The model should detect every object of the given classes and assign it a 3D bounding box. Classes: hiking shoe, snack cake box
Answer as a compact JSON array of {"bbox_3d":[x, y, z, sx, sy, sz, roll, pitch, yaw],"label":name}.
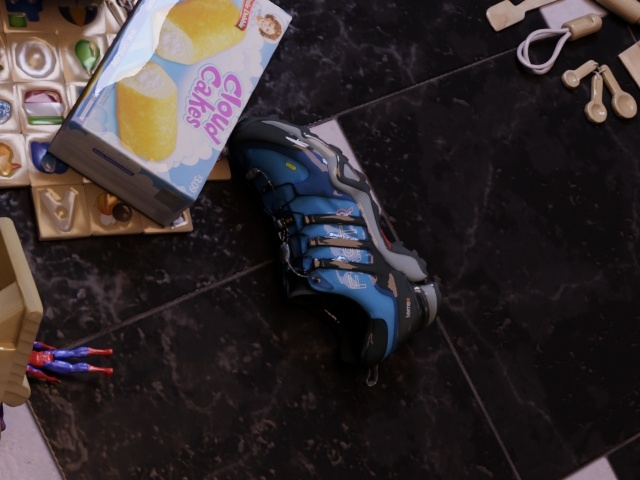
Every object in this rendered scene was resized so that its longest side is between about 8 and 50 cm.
[{"bbox_3d":[0.000,0.000,1.723,0.304,0.113,0.132,48,56,-4],"label":"hiking shoe"},{"bbox_3d":[-0.155,-0.167,1.706,0.152,0.089,0.264,33,59,-13],"label":"snack cake box"}]

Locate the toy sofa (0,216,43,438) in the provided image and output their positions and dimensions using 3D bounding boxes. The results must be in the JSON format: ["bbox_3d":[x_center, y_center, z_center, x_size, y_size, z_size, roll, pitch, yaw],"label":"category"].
[{"bbox_3d":[-0.445,0.080,1.443,0.362,0.177,0.150,2,35,-27],"label":"toy sofa"}]

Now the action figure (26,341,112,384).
[{"bbox_3d":[-0.263,0.118,1.588,0.115,0.030,0.038,8,62,-20],"label":"action figure"}]

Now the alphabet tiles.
[{"bbox_3d":[-0.245,-0.166,1.717,0.285,0.011,0.343,-4,73,-30],"label":"alphabet tiles"}]

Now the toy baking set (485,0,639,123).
[{"bbox_3d":[0.336,-0.260,2.054,0.256,0.030,0.197,35,59,-12],"label":"toy baking set"}]
